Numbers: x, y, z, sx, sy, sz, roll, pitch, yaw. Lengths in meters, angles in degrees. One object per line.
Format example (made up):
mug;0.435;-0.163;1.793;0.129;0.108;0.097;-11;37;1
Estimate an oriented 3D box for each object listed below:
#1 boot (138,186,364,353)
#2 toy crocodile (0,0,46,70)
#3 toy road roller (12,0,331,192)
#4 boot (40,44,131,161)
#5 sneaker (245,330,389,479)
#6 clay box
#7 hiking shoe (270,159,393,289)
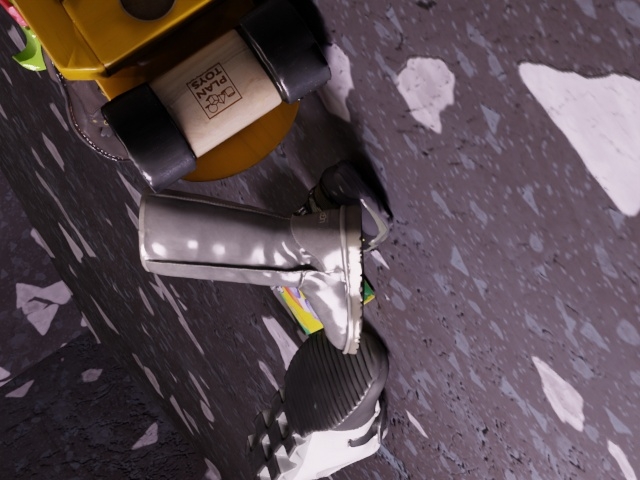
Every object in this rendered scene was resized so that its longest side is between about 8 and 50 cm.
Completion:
boot;-0.063;0.030;1.455;0.076;0.208;0.190;-89;-4;-53
toy crocodile;-0.422;-0.382;2.081;0.115;0.105;0.340;44;160;40
toy road roller;-0.153;-0.207;1.431;0.329;0.202;0.240;56;176;-5
boot;-0.261;-0.173;2.054;0.229;0.091;0.263;29;158;44
sneaker;0.030;0.202;1.890;0.330;0.146;0.122;-52;46;52
clay box;-0.015;0.038;1.768;0.127;0.053;0.222;56;164;2
hiking shoe;0.000;0.000;1.520;0.086;0.114;0.227;52;165;14
